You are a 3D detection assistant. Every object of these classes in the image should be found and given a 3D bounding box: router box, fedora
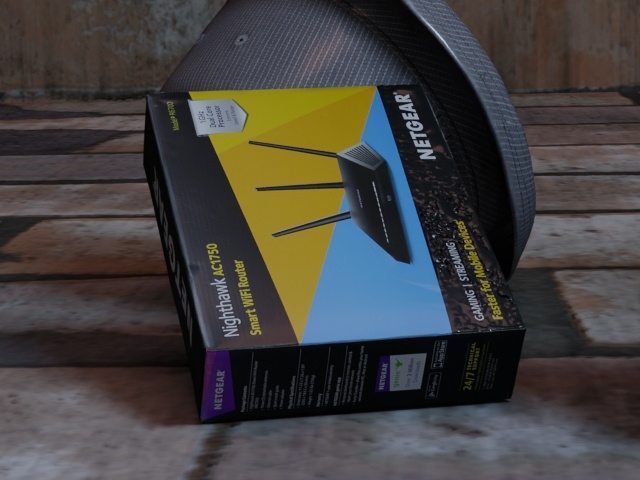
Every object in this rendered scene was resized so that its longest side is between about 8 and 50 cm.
[{"bbox_3d":[0.000,0.000,0.825,0.133,0.046,0.179,-4,39,-13],"label":"router box"},{"bbox_3d":[-0.009,-0.052,1.029,0.124,0.244,0.275,-36,27,-19],"label":"fedora"}]
